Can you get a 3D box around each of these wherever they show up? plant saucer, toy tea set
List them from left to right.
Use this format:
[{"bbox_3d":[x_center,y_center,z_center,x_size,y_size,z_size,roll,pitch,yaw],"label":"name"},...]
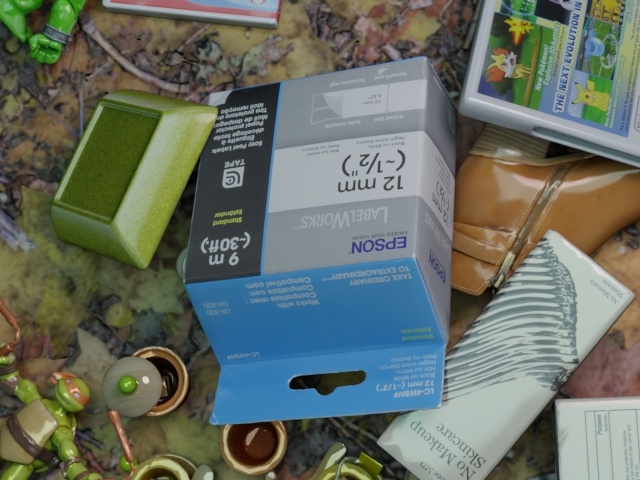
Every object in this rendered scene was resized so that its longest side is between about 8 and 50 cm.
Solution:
[{"bbox_3d":[-0.213,-0.078,1.636,0.188,0.045,0.188,16,79,49],"label":"plant saucer"},{"bbox_3d":[-0.100,0.247,1.577,0.336,0.124,0.200,31,85,11],"label":"toy tea set"}]

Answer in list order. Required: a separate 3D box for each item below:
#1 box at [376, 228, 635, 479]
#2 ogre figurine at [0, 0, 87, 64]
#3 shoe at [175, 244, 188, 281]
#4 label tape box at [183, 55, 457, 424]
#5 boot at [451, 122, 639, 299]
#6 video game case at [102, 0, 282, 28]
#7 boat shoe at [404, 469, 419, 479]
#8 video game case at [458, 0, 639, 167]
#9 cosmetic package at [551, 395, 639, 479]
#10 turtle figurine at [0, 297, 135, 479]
[{"bbox_3d":[0.185,0.127,1.517,0.113,0.094,0.275,38,94,9],"label":"box"},{"bbox_3d":[-0.325,-0.306,1.723,0.118,0.097,0.197,-35,66,11],"label":"ogre figurine"},{"bbox_3d":[-0.055,0.047,1.642,0.219,0.058,0.077,17,82,9],"label":"shoe"},{"bbox_3d":[0.000,0.000,1.539,0.249,0.115,0.348,-7,57,21],"label":"label tape box"},{"bbox_3d":[0.270,-0.008,1.596,0.283,0.109,0.220,21,90,-1],"label":"boot"},{"bbox_3d":[-0.127,-0.390,1.749,0.204,0.025,0.285,7,81,8],"label":"video game case"},{"bbox_3d":[0.110,0.284,1.579,0.063,0.059,0.170,8,81,8],"label":"boat shoe"},{"bbox_3d":[0.315,-0.230,1.583,0.300,0.036,0.329,16,64,-3],"label":"video game case"},{"bbox_3d":[0.382,0.227,1.523,0.296,0.129,0.153,-2,81,6],"label":"cosmetic package"},{"bbox_3d":[-0.322,0.207,1.631,0.217,0.087,0.269,-44,67,2],"label":"turtle figurine"}]
